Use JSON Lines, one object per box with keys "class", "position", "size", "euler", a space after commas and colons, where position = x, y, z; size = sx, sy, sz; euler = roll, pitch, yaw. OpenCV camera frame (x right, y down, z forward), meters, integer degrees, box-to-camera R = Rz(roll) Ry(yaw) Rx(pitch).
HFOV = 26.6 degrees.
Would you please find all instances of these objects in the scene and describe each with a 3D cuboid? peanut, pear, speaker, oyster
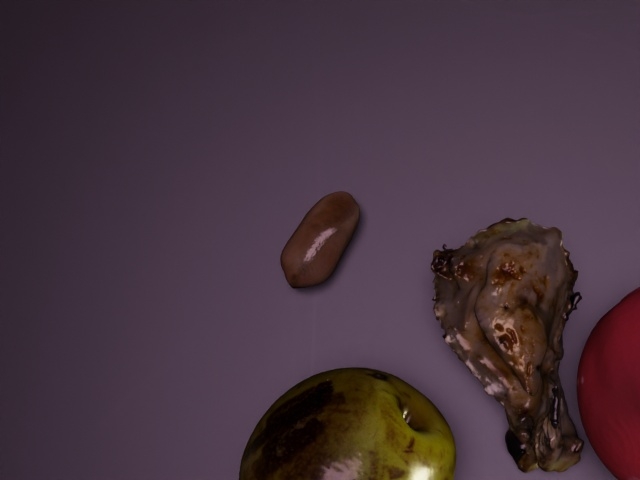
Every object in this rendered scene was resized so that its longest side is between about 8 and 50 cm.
{"class": "peanut", "position": [0.000, 0.000, 1.855], "size": [0.076, 0.076, 0.152], "euler": [32, 89, 11]}
{"class": "pear", "position": [0.033, 0.295, 1.702], "size": [0.283, 0.283, 0.284], "euler": [-1, 81, 7]}
{"class": "speaker", "position": [0.452, 0.190, 1.660], "size": [0.294, 0.294, 0.294], "euler": [-1, 81, 7]}
{"class": "oyster", "position": [0.270, 0.139, 1.762], "size": [0.197, 0.133, 0.337], "euler": [-18, 84, 28]}
